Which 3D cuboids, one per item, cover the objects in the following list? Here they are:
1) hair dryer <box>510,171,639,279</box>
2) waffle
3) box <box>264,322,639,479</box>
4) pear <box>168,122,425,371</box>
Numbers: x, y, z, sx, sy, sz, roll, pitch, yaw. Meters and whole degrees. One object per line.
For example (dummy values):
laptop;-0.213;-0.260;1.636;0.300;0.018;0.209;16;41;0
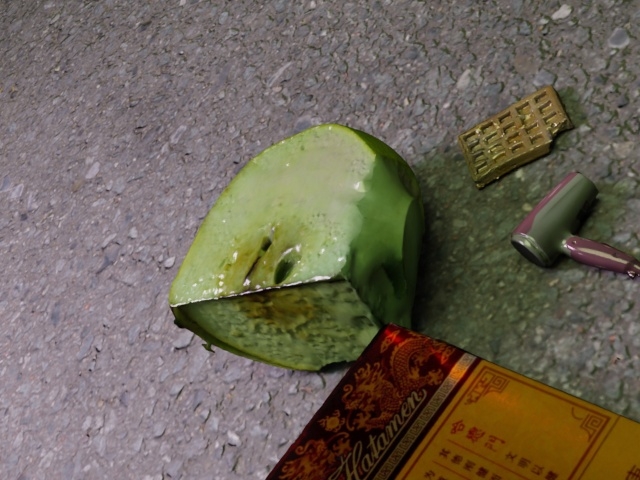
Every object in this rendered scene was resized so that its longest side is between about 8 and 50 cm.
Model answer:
hair dryer;0.289;0.003;0.949;0.106;0.054;0.154;-46;54;-6
waffle;0.235;-0.126;1.090;0.135;0.021;0.092;-28;46;19
box;0.152;0.251;0.780;0.415;0.116;0.264;17;59;42
pear;0.000;0.000;1.069;0.286;0.176;0.282;-11;50;32
